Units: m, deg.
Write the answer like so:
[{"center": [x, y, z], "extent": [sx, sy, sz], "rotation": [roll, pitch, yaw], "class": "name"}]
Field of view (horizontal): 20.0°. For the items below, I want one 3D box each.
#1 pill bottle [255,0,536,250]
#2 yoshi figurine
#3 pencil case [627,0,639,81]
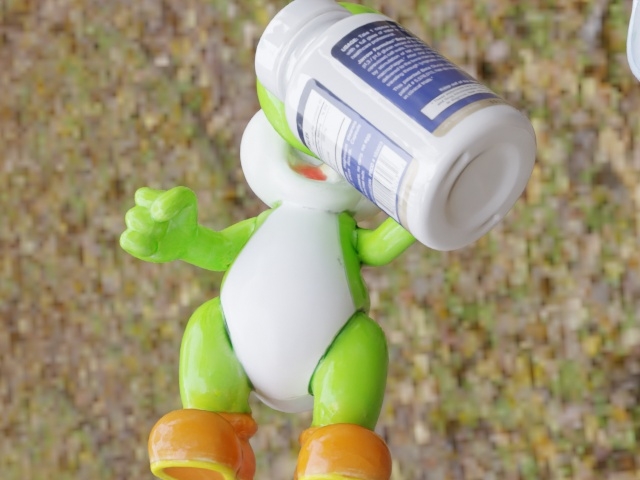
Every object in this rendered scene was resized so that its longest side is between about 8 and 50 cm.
[{"center": [0.039, -0.076, 1.072], "extent": [0.169, 0.094, 0.094], "rotation": [41, 134, 34], "class": "pill bottle"}, {"center": [-0.010, -0.012, 1.225], "extent": [0.203, 0.203, 0.362], "rotation": [-17, 56, 48], "class": "yoshi figurine"}, {"center": [0.326, -0.113, 1.121], "extent": [0.124, 0.273, 0.113], "rotation": [-108, 38, -62], "class": "pencil case"}]
